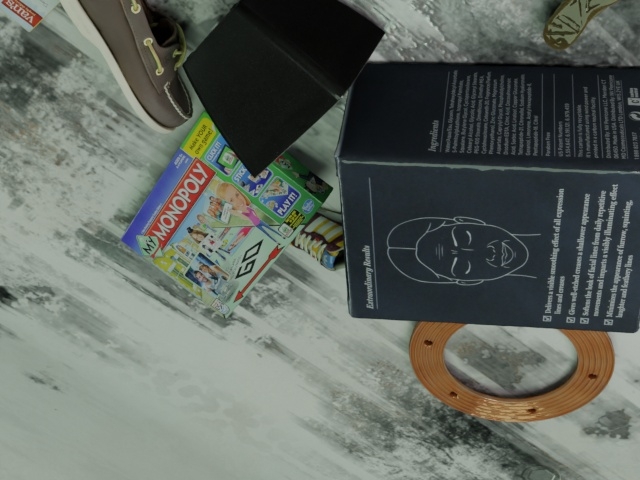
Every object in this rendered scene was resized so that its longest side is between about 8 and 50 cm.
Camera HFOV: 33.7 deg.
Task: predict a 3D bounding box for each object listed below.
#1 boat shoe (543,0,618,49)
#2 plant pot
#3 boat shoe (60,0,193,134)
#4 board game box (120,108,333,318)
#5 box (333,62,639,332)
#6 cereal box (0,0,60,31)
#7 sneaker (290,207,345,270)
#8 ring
[{"bbox_3d":[0.328,-0.297,1.276,0.056,0.048,0.153,34,125,-4],"label":"boat shoe"},{"bbox_3d":[-0.058,-0.227,1.335,0.167,0.187,0.188,43,129,-12],"label":"plant pot"},{"bbox_3d":[-0.231,-0.259,1.367,0.097,0.116,0.324,-21,142,8],"label":"boat shoe"},{"bbox_3d":[-0.149,-0.038,1.588,0.213,0.046,0.317,37,132,-4],"label":"board game box"},{"bbox_3d":[0.234,-0.056,1.406,0.396,0.212,0.293,3,134,8],"label":"box"},{"bbox_3d":[-0.363,-0.390,1.324,0.240,0.047,0.173,-30,122,35],"label":"cereal box"},{"bbox_3d":[0.000,0.000,1.599,0.186,0.084,0.069,7,135,5],"label":"sneaker"},{"bbox_3d":[0.315,0.189,1.754,0.337,0.032,0.336,6,135,6],"label":"ring"}]
